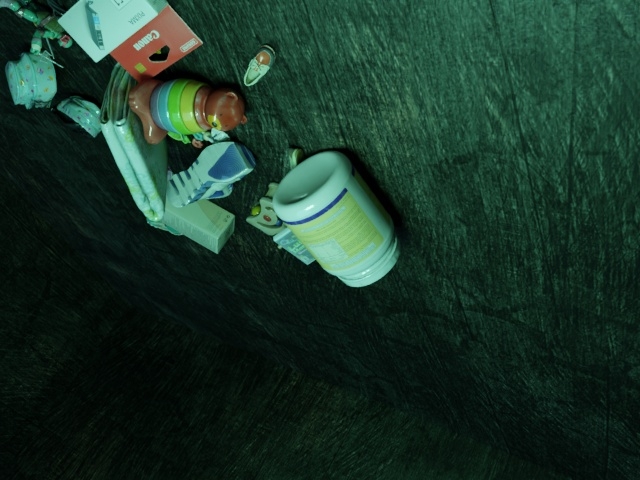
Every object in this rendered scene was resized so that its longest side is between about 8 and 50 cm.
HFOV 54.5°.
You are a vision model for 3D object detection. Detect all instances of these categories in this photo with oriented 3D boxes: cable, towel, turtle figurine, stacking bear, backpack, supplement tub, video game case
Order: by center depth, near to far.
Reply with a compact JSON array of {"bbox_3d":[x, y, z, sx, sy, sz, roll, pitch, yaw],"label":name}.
[{"bbox_3d":[-0.342,-0.361,1.698,0.289,0.164,0.175,7,138,22],"label":"stacking bear"},{"bbox_3d":[-0.688,-0.648,1.699,0.150,0.047,0.184,33,153,-2],"label":"cable"},{"bbox_3d":[0.053,-0.053,1.701,0.241,0.241,0.331,0,139,47],"label":"supplement tub"},{"bbox_3d":[-0.810,-0.621,1.810,0.234,0.118,0.175,45,-169,-22],"label":"turtle figurine"},{"bbox_3d":[-0.540,-0.292,1.837,0.090,0.320,0.374,-9,137,2],"label":"towel"},{"bbox_3d":[-0.021,-0.014,1.928,0.190,0.022,0.173,-33,135,21],"label":"video game case"},{"bbox_3d":[-0.946,-0.533,2.042,0.188,0.144,0.166,-16,87,46],"label":"backpack"},{"bbox_3d":[-0.820,-0.424,2.135,0.182,0.115,0.152,27,172,40],"label":"backpack"}]

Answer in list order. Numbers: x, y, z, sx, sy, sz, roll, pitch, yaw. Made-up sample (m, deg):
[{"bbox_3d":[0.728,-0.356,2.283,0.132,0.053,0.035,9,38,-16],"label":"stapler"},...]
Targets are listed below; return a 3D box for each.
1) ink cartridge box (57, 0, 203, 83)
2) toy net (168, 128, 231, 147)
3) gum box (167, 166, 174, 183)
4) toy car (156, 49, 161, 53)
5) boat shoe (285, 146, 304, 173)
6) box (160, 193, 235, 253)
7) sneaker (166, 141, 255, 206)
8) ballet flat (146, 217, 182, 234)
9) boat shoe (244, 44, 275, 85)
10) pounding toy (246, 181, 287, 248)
[{"bbox_3d":[-0.489,-0.535,1.592,0.296,0.066,0.261,-16,127,40],"label":"ink cartridge box"},{"bbox_3d":[-0.376,-0.315,1.932,0.232,0.045,0.122,17,149,27],"label":"toy net"},{"bbox_3d":[-0.614,-0.279,2.227,0.107,0.062,0.188,17,150,27],"label":"gum box"},{"bbox_3d":[-0.483,-0.538,1.702,0.122,0.060,0.040,9,104,10],"label":"toy car"},{"bbox_3d":[-0.073,-0.211,1.785,0.049,0.056,0.152,27,144,21],"label":"boat shoe"},{"bbox_3d":[-0.486,-0.095,2.338,0.311,0.121,0.148,30,153,4],"label":"box"},{"bbox_3d":[-0.324,-0.213,1.966,0.315,0.182,0.127,-25,87,28],"label":"sneaker"},{"bbox_3d":[-0.621,-0.077,2.583,0.241,0.091,0.077,20,-179,32],"label":"ballet flat"},{"bbox_3d":[-0.150,-0.424,1.511,0.049,0.043,0.137,40,151,-11],"label":"boat shoe"},{"bbox_3d":[-0.155,-0.076,1.980,0.154,0.155,0.269,42,150,-25],"label":"pounding toy"}]
